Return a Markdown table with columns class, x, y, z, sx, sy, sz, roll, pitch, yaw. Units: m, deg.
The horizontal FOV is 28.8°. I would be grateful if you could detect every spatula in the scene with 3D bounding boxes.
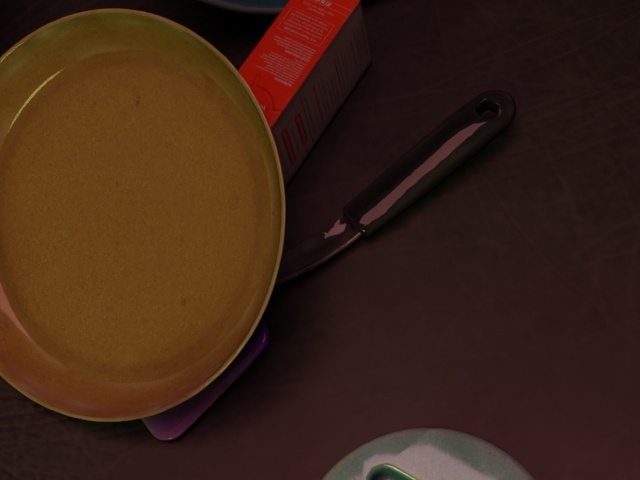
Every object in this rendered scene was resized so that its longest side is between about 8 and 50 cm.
| class | x | y | z | sx | sy | sz | roll | pitch | yaw |
| --- | --- | --- | --- | --- | --- | --- | --- | --- | --- |
| spatula | 0.000 | 0.000 | 0.750 | 0.296 | 0.030 | 0.084 | -37 | 63 | -9 |

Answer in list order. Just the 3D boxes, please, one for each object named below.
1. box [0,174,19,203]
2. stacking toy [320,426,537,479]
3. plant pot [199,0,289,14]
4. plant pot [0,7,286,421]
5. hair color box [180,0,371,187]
| class | x | y | z | sx | sy | sz | roll | pitch | yaw |
| --- | --- | --- | --- | --- | --- | --- | --- | --- | --- |
| box | -0.208 | -0.062 | 0.810 | 0.137 | 0.027 | 0.094 | -19 | 62 | -1 |
| stacking toy | -0.018 | 0.232 | 0.588 | 0.308 | 0.130 | 0.280 | -11 | 64 | 3 |
| plant pot | -0.040 | -0.330 | 0.798 | 0.271 | 0.272 | 0.255 | -23 | 51 | -3 |
| plant pot | -0.120 | -0.015 | 0.725 | 0.236 | 0.032 | 0.236 | 0 | 90 | 25 |
| hair color box | -0.024 | -0.085 | 0.771 | 0.043 | 0.072 | 0.141 | 26 | 71 | 19 |
